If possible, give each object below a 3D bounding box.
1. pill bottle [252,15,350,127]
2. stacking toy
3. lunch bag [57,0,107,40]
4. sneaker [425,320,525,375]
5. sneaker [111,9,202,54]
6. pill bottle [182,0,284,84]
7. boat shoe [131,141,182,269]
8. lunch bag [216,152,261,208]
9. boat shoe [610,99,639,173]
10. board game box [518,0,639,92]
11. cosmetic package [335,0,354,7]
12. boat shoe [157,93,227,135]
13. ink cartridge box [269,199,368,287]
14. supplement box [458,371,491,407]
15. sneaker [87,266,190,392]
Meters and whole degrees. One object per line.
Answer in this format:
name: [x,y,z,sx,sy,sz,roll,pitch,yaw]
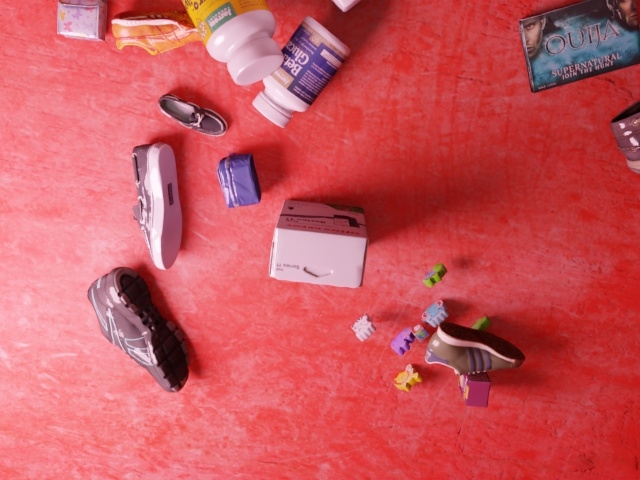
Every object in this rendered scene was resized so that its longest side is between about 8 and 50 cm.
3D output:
pill bottle: [-0.036,-0.275,1.092,0.094,0.094,0.169,37,104,-9]
stacking toy: [0.188,0.163,1.242,0.221,0.052,0.167,-39,111,4]
lunch bag: [-0.395,-0.378,1.091,0.071,0.053,0.083,7,97,-2]
sneaker: [0.279,0.214,1.221,0.192,0.064,0.086,19,117,-20]
sneaker: [-0.257,-0.346,1.102,0.175,0.064,0.067,4,129,4]
pill bottle: [-0.142,-0.355,1.029,0.117,0.117,0.208,-28,85,9]
boat shoe: [-0.301,-0.061,1.174,0.076,0.080,0.229,6,110,17]
lunch bag: [-0.146,-0.108,1.158,0.065,0.067,0.098,-11,105,4]
boat shoe: [0.635,-0.259,1.067,0.355,0.132,0.130,-42,102,11]
board game box: [0.435,-0.334,1.102,0.186,0.026,0.126,-15,106,5]
cosmetic package: [0.016,-0.468,0.966,0.138,0.225,0.224,-38,102,11]
boat shoe: [-0.222,-0.217,1.142,0.125,0.038,0.046,29,105,-7]
ink cartridge box: [0.000,0.000,1.114,0.153,0.208,0.087,6,106,-1]
supplement box: [0.293,0.273,1.255,0.043,0.083,0.055,4,106,-1]
sneaker: [-0.341,0.174,1.245,0.106,0.101,0.267,-20,105,27]
